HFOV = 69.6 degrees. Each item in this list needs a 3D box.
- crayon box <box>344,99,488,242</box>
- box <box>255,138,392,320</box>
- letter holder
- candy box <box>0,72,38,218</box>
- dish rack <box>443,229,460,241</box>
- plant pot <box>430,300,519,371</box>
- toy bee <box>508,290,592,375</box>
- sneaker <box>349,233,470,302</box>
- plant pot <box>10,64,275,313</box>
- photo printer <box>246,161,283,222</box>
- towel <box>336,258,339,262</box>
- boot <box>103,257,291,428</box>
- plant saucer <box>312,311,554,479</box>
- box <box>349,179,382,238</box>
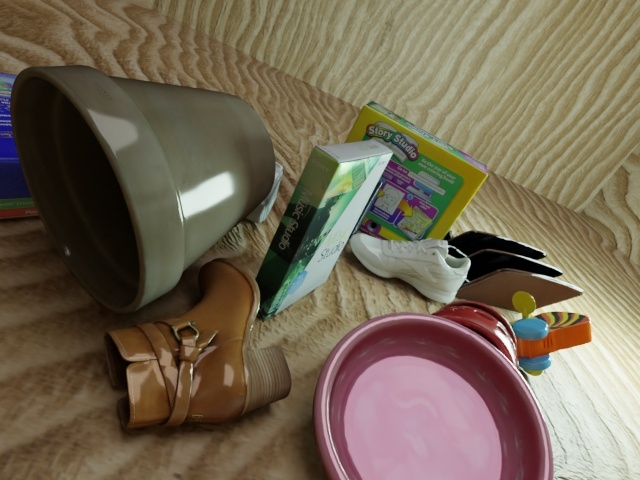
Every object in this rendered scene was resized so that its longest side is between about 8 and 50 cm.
[{"bbox_3d":[0.213,-0.154,1.270,0.363,0.313,0.106,31,27,5],"label":"crayon box"},{"bbox_3d":[0.000,-0.025,0.835,0.058,0.322,0.232,34,28,17],"label":"box"},{"bbox_3d":[0.507,0.073,1.215,0.302,0.214,0.152,14,62,-25],"label":"letter holder"},{"bbox_3d":[-0.526,-0.182,0.830,0.317,0.122,0.268,40,28,24],"label":"candy box"},{"bbox_3d":[0.465,0.043,1.434,0.271,0.074,0.208,26,28,-6],"label":"dish rack"},{"bbox_3d":[0.256,0.207,0.833,0.191,0.191,0.174,37,19,16],"label":"plant pot"},{"bbox_3d":[0.432,0.207,1.026,0.298,0.195,0.162,6,9,-19],"label":"toy bee"},{"bbox_3d":[0.221,0.034,1.131,0.305,0.152,0.114,23,29,-8],"label":"sneaker"},{"bbox_3d":[-0.229,-0.101,0.676,0.323,0.323,0.280,40,45,21],"label":"plant pot"},{"bbox_3d":[-0.236,-0.154,0.959,0.307,0.107,0.256,26,-10,-6],"label":"photo printer"},{"bbox_3d":[0.000,0.000,1.117,0.110,0.027,0.148,25,28,-6],"label":"towel"},{"bbox_3d":[-0.190,0.130,0.650,0.220,0.109,0.283,1,45,-36],"label":"boot"},{"bbox_3d":[0.149,0.262,0.645,0.332,0.084,0.332,7,49,-8],"label":"plant saucer"},{"bbox_3d":[0.053,-0.110,1.190,0.158,0.156,0.093,29,-9,7],"label":"box"}]
